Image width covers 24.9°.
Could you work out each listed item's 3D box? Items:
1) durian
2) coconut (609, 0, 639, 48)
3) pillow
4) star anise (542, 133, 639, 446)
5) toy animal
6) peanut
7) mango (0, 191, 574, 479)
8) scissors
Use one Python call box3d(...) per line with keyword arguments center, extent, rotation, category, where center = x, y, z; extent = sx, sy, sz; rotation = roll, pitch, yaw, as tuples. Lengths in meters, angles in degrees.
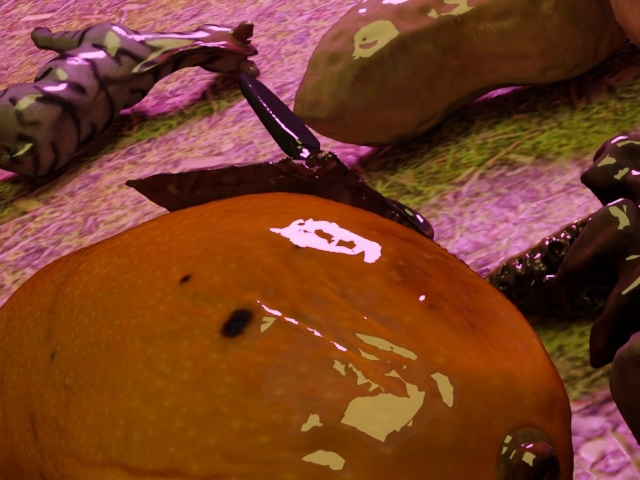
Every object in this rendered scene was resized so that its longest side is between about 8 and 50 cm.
box3d(center=(0.127, 0.004, 0.696), extent=(0.130, 0.052, 0.066), rotation=(-23, 25, 0), category="durian")
box3d(center=(0.278, -0.237, 0.781), extent=(0.297, 0.254, 0.297), rotation=(-4, 26, 2), category="coconut")
box3d(center=(0.000, 0.000, 0.698), extent=(0.118, 0.185, 0.043), rotation=(-3, 73, 33), category="pillow")
box3d(center=(0.198, 0.001, 0.576), extent=(0.214, 0.099, 0.220), rotation=(-39, 44, -11), category="star anise")
box3d(center=(-0.187, -0.129, 1.143), extent=(0.255, 0.090, 0.170), rotation=(-32, 32, -18), category="toy animal")
box3d(center=(0.103, -0.135, 0.926), extent=(0.263, 0.101, 0.117), rotation=(-21, 6, 0), category="peanut")
box3d(center=(-0.040, 0.068, 0.573), extent=(0.359, 0.144, 0.187), rotation=(14, 72, 55), category="mango")
box3d(center=(-0.009, -0.053, 0.857), extent=(0.088, 0.017, 0.220), rotation=(10, 24, -29), category="scissors")
